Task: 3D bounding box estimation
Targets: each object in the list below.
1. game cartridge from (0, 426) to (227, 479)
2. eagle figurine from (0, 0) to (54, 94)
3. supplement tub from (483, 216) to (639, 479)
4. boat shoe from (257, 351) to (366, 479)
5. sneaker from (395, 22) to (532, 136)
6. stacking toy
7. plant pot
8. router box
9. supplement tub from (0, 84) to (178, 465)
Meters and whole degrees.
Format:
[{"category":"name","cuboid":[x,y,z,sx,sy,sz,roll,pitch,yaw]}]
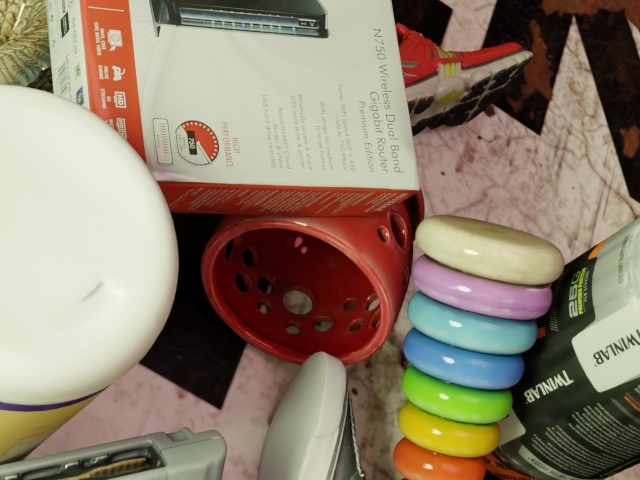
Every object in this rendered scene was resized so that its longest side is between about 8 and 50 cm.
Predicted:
[{"category":"game cartridge","cuboid":[-0.220,0.256,1.226,0.297,0.198,0.062,-9,34,-30]},{"category":"eagle figurine","cuboid":[-0.279,-0.172,1.421,0.298,0.226,0.225,-8,91,-41]},{"category":"supplement tub","cuboid":[0.286,0.115,1.536,0.207,0.338,0.207,15,58,-26]},{"category":"boat shoe","cuboid":[0.005,0.253,1.432,0.102,0.108,0.301,20,59,-23]},{"category":"sneaker","cuboid":[0.126,-0.195,1.754,0.279,0.107,0.118,-18,67,-41]},{"category":"stacking toy","cuboid":[0.122,0.149,1.471,0.141,0.141,0.330,8,101,-30]},{"category":"plant pot","cuboid":[0.000,0.000,1.515,0.191,0.191,0.174,37,42,-12]},{"category":"router box","cuboid":[-0.083,-0.192,1.361,0.301,0.082,0.335,0,73,-29]},{"category":"supplement tub","cuboid":[-0.278,0.056,1.202,0.241,0.331,0.241,15,58,-26]}]
